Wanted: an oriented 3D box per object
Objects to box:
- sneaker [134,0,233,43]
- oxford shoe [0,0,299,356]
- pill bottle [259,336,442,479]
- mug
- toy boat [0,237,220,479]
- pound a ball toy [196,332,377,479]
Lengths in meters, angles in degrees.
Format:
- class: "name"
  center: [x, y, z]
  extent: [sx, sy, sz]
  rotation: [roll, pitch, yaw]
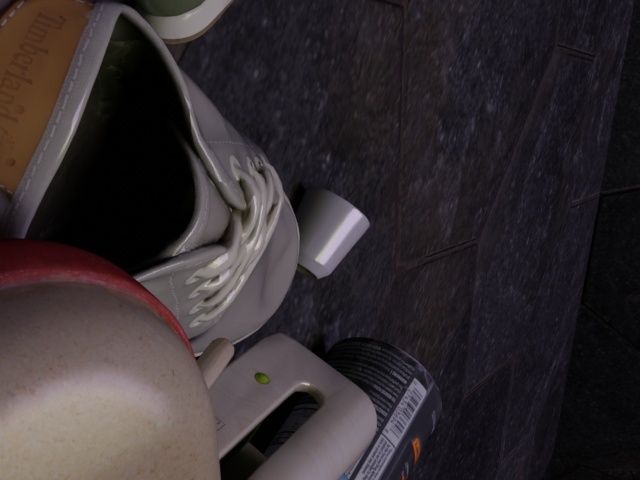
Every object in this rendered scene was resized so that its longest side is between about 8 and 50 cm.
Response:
- class: "sneaker"
  center: [-0.050, -0.206, 0.596]
  extent: [0.192, 0.064, 0.086]
  rotation: [-58, 159, -24]
- class: "oxford shoe"
  center: [-0.086, -0.011, 0.580]
  extent: [0.449, 0.130, 0.169]
  rotation: [44, 64, -68]
- class: "pill bottle"
  center: [0.007, 0.214, 0.962]
  extent: [0.246, 0.130, 0.130]
  rotation: [-52, 151, -39]
- class: "mug"
  center: [0.002, 0.000, 0.887]
  extent: [0.064, 0.062, 0.078]
  rotation: [-59, 149, -12]
- class: "toy boat"
  center: [-0.131, 0.089, 0.418]
  extent: [0.151, 0.151, 0.231]
  rotation: [-29, 143, -28]
- class: "pound a ball toy"
  center: [-0.061, 0.170, 0.674]
  extent: [0.208, 0.136, 0.319]
  rotation: [-59, 167, 30]
